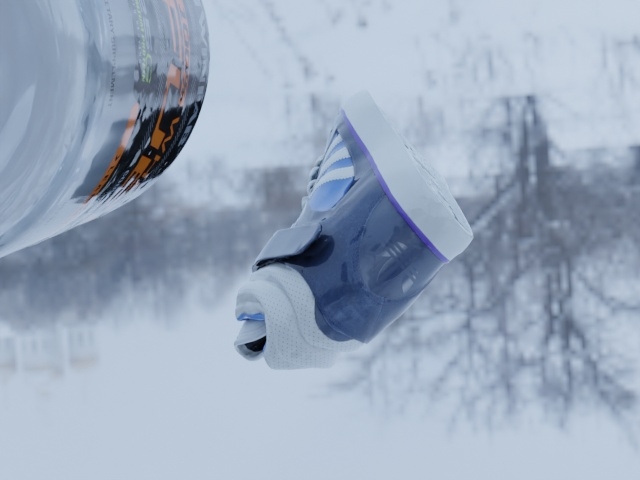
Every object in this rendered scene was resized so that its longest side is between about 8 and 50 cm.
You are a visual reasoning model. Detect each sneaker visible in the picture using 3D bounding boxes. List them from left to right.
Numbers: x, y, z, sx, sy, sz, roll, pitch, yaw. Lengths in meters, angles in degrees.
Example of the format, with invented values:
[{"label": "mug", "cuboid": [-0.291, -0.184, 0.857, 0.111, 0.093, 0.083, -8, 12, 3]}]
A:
[{"label": "sneaker", "cuboid": [0.000, 0.000, 1.500, 0.236, 0.130, 0.323, -40, -159, 8]}]

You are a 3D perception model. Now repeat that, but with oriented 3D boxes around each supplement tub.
[{"label": "supplement tub", "cuboid": [-0.164, -0.093, 0.824, 0.193, 0.194, 0.316, -3, -173, 8]}]
